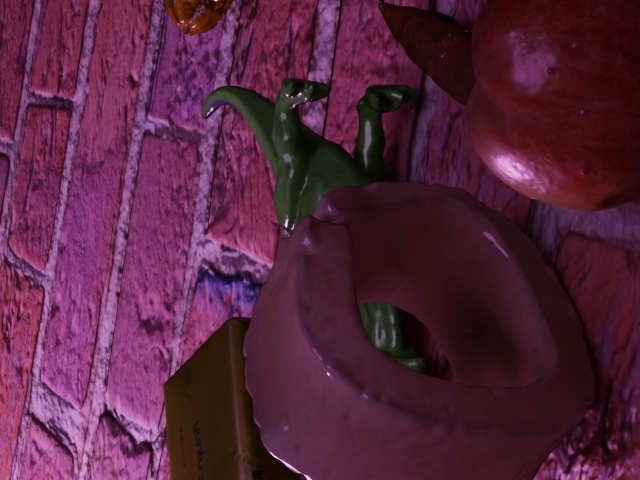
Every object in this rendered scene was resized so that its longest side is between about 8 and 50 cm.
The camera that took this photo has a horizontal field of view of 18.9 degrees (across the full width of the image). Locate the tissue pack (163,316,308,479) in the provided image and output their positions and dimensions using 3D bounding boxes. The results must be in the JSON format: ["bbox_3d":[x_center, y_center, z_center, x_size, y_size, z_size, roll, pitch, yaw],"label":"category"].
[{"bbox_3d":[-0.061,0.251,2.104,0.200,0.167,0.275,-44,47,50],"label":"tissue pack"}]

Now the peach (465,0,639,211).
[{"bbox_3d":[0.237,-0.127,1.636,0.232,0.232,0.233,-24,63,58],"label":"peach"}]

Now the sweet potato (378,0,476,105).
[{"bbox_3d":[0.127,-0.198,1.972,0.072,0.066,0.314,-64,29,18],"label":"sweet potato"}]

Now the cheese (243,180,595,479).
[{"bbox_3d":[0.082,0.091,1.743,0.332,0.292,0.153,-105,34,-46],"label":"cheese"}]

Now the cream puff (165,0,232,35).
[{"bbox_3d":[-0.139,-0.332,2.459,0.146,0.146,0.116,21,129,62],"label":"cream puff"}]

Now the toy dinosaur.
[{"bbox_3d":[0.000,0.000,2.144,0.500,0.144,0.375,180,84,-65],"label":"toy dinosaur"}]
